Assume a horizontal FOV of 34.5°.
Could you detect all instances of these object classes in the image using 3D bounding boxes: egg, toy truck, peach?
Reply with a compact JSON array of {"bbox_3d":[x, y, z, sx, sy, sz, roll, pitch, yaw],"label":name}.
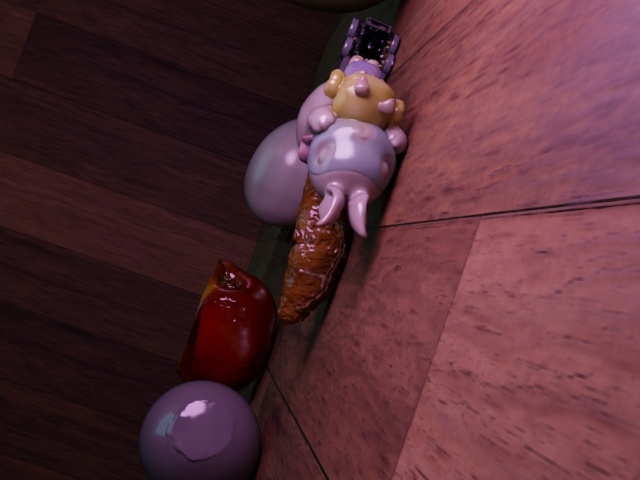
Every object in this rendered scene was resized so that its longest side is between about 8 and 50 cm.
[{"bbox_3d":[-0.054,-0.124,1.873,0.209,0.151,0.151,-61,8,12],"label":"egg"},{"bbox_3d":[-0.176,0.296,1.491,0.232,0.176,0.176,123,165,-62],"label":"egg"},{"bbox_3d":[0.059,-0.251,1.575,0.092,0.083,0.192,128,162,-70],"label":"toy truck"},{"bbox_3d":[-0.171,0.192,1.845,0.154,0.158,0.267,-55,-11,-71],"label":"peach"}]

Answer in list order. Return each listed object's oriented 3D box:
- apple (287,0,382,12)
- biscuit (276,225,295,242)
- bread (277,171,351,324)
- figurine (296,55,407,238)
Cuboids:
[{"bbox_3d":[0.023,-0.530,1.616,0.357,0.357,0.357,-160,90,-84],"label":"apple"},{"bbox_3d":[-0.055,-0.074,2.236,0.199,0.040,0.121,125,165,-71],"label":"biscuit"},{"bbox_3d":[0.000,0.000,1.339,0.105,0.075,0.233,90,-171,-71],"label":"bread"},{"bbox_3d":[0.039,-0.108,1.167,0.155,0.127,0.235,-58,16,21],"label":"figurine"}]
